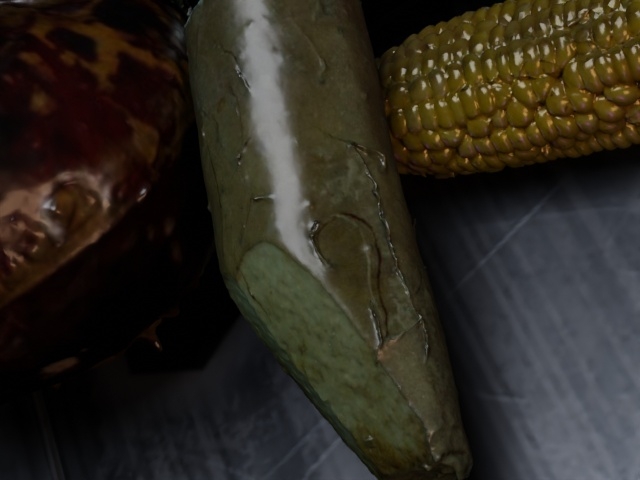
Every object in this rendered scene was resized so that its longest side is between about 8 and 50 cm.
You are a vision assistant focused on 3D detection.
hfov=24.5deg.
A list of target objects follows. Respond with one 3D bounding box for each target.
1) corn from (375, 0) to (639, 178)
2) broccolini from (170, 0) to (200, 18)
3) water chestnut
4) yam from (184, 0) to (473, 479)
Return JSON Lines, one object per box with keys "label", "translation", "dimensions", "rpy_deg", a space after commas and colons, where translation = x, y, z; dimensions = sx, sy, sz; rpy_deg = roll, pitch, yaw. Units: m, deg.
{"label": "corn", "translation": [0.145, -0.094, 0.739], "dimensions": [0.292, 0.101, 0.101], "rpy_deg": [-15, 56, 26]}
{"label": "broccolini", "translation": [-0.130, -0.233, 1.014], "dimensions": [0.074, 0.078, 0.392], "rpy_deg": [-9, 45, -25]}
{"label": "water chestnut", "translation": [-0.204, -0.051, 0.808], "dimensions": [0.300, 0.300, 0.300], "rpy_deg": [-14, 56, 22]}
{"label": "yam", "translation": [0.000, 0.000, 0.723], "dimensions": [0.106, 0.106, 0.259], "rpy_deg": [-18, 73, 20]}
